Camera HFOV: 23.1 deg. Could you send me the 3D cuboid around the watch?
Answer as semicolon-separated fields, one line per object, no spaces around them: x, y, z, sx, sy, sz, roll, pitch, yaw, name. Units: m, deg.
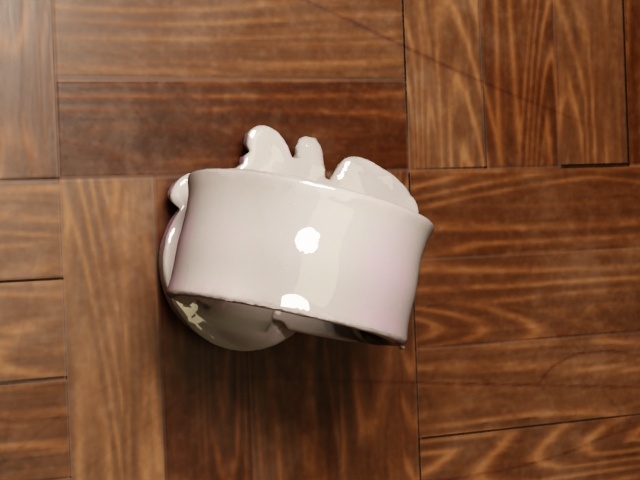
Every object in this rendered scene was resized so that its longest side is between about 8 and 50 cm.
0.000;0.000;1.281;0.244;0.231;0.196;14;81;-22;watch
